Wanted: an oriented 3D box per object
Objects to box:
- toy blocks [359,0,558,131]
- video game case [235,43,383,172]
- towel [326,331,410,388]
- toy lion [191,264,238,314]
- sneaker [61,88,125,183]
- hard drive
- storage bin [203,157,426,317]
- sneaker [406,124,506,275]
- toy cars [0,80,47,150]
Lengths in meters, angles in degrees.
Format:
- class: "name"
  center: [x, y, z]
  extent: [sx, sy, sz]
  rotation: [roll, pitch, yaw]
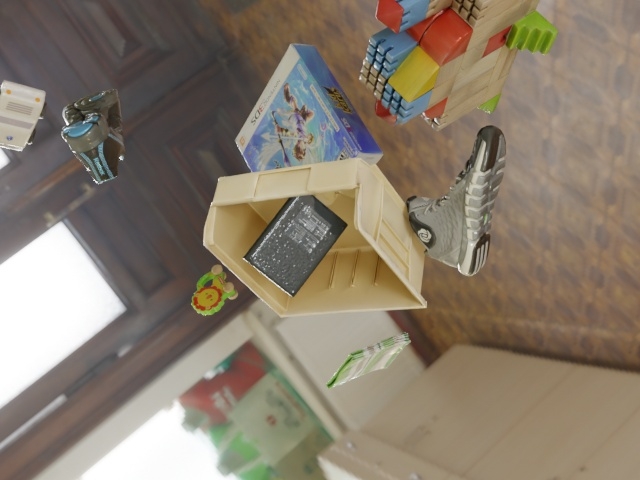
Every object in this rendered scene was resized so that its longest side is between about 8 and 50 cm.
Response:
- class: "toy blocks"
  center: [0.176, -0.279, 1.422]
  extent: [0.191, 0.261, 0.381]
  rotation: [49, 156, 20]
- class: "video game case"
  center: [-0.030, -0.165, 1.727]
  extent: [0.244, 0.061, 0.269]
  rotation: [-55, 52, 38]
- class: "towel"
  center: [0.091, 0.227, 1.830]
  extent: [0.023, 0.152, 0.113]
  rotation: [53, 136, 23]
- class: "toy lion"
  center: [-0.231, 0.110, 2.075]
  extent: [0.100, 0.096, 0.034]
  rotation: [52, 170, 42]
- class: "sneaker"
  center: [-0.501, -0.238, 2.194]
  extent: [0.341, 0.125, 0.139]
  rotation: [-98, -12, -63]
- class: "hard drive"
  center: [-0.036, 0.002, 1.424]
  extent: [0.094, 0.135, 0.022]
  rotation: [39, 172, -18]
- class: "storage bin"
  center: [0.000, 0.000, 1.500]
  extent: [0.262, 0.123, 0.260]
  rotation: [-6, 147, 29]
- class: "sneaker"
  center: [0.188, -0.067, 1.438]
  extent: [0.132, 0.086, 0.228]
  rotation: [19, 114, 28]
- class: "toy cars"
  center: [-0.688, -0.196, 1.906]
  extent: [0.176, 0.394, 0.087]
  rotation: [51, -148, -56]
